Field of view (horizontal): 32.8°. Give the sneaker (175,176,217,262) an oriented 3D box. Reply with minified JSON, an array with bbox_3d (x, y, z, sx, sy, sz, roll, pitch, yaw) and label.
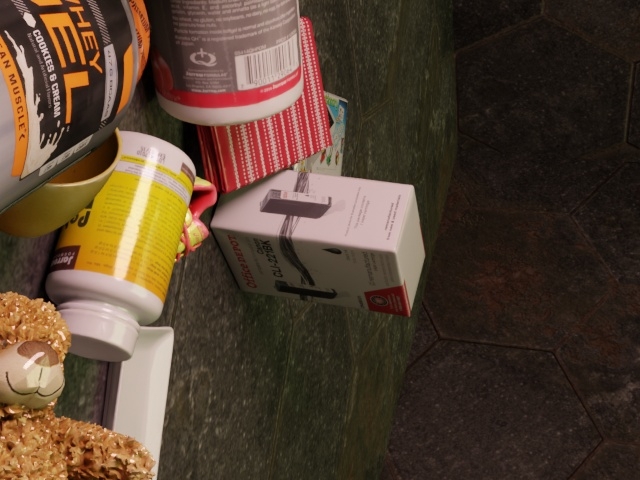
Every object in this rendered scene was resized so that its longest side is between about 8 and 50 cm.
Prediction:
[{"bbox_3d":[-0.178,-0.004,1.227,0.081,0.094,0.208,80,23,-51],"label":"sneaker"}]

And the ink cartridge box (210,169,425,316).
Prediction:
[{"bbox_3d":[0.000,0.000,1.566,0.197,0.273,0.114,72,31,-57],"label":"ink cartridge box"}]

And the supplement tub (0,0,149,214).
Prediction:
[{"bbox_3d":[-0.246,-0.112,0.726,0.316,0.194,0.193,-57,149,-62],"label":"supplement tub"}]

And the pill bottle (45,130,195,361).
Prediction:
[{"bbox_3d":[-0.203,0.007,1.088,0.117,0.117,0.215,65,33,-63],"label":"pill bottle"}]

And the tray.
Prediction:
[{"bbox_3d":[-0.224,0.233,1.265,0.145,0.030,0.270,19,77,-74],"label":"tray"}]

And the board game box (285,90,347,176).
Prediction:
[{"bbox_3d":[-0.019,-0.161,1.861,0.305,0.053,0.193,-7,103,-75],"label":"board game box"}]

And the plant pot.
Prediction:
[{"bbox_3d":[-0.245,-0.059,0.922,0.134,0.134,0.095,-66,-178,-51],"label":"plant pot"}]

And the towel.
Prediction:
[{"bbox_3d":[-0.080,-0.189,1.468,0.275,0.031,0.199,-29,114,-52],"label":"towel"}]

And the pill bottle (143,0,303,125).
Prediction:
[{"bbox_3d":[-0.114,-0.303,1.197,0.176,0.176,0.318,-64,155,-54],"label":"pill bottle"}]

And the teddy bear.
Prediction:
[{"bbox_3d":[-0.250,0.206,0.849,0.113,0.245,0.338,-16,-124,61],"label":"teddy bear"}]
